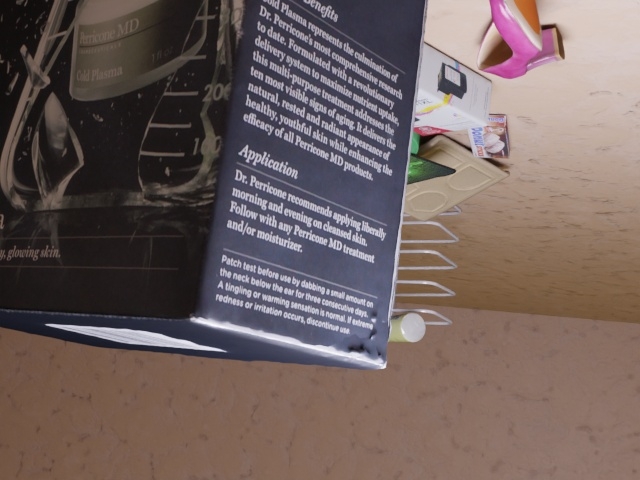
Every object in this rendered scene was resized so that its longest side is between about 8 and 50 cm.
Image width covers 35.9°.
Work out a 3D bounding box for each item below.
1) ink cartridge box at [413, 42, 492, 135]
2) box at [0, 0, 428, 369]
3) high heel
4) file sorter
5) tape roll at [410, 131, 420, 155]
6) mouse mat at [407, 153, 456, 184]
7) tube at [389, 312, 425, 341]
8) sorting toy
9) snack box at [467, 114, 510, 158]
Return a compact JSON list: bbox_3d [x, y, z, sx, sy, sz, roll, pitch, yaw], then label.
[{"bbox_3d":[0.144,-0.217,1.432,0.127,0.072,0.175,-3,165,45],"label":"ink cartridge box"},{"bbox_3d":[-0.166,-0.125,1.073,0.480,0.472,0.297,-2,165,39],"label":"box"},{"bbox_3d":[0.214,-0.252,1.199,0.117,0.082,0.244,-9,176,25],"label":"high heel"},{"bbox_3d":[0.203,0.045,2.191,0.173,0.278,0.193,0,167,25],"label":"file sorter"},{"bbox_3d":[0.003,-0.199,1.609,0.321,0.077,0.321,8,169,2],"label":"tape roll"},{"bbox_3d":[0.119,-0.120,1.699,0.152,0.007,0.189,14,165,-35],"label":"mouse mat"},{"bbox_3d":[0.138,0.194,2.131,0.070,0.062,0.240,45,156,-16],"label":"tube"},{"bbox_3d":[0.174,-0.099,1.873,0.229,0.041,0.307,19,143,-41],"label":"sorting toy"},{"bbox_3d":[0.286,-0.176,1.677,0.064,0.022,0.178,5,169,14],"label":"snack box"}]
